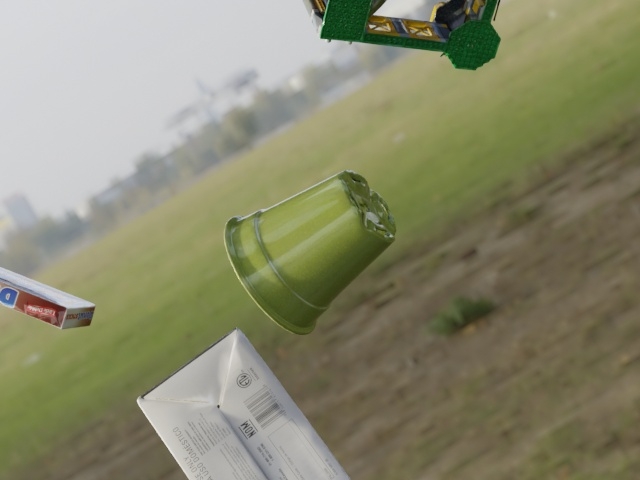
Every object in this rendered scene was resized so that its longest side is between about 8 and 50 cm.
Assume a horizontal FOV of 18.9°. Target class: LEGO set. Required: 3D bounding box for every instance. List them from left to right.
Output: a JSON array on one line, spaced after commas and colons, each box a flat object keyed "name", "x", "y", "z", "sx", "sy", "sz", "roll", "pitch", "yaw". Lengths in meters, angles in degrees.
[{"name": "LEGO set", "x": 0.096, "y": -0.355, "z": 2.055, "sx": 0.255, "sy": 0.331, "sz": 0.192, "roll": -3, "pitch": 35, "yaw": -13}]

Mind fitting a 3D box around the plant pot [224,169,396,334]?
[{"name": "plant pot", "x": 0.000, "y": 0.000, "z": 1.135, "sx": 0.079, "sy": 0.083, "sz": 0.083, "roll": -35, "pitch": 2, "yaw": 21}]

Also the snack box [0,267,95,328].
[{"name": "snack box", "x": -0.284, "y": 0.035, "z": 1.656, "sx": 0.064, "sy": 0.178, "sz": 0.022, "roll": 1, "pitch": -71, "yaw": -74}]

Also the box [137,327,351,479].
[{"name": "box", "x": -0.016, "y": 0.195, "z": 1.384, "sx": 0.087, "sy": 0.169, "sz": 0.290, "roll": -36, "pitch": -25, "yaw": -4}]
